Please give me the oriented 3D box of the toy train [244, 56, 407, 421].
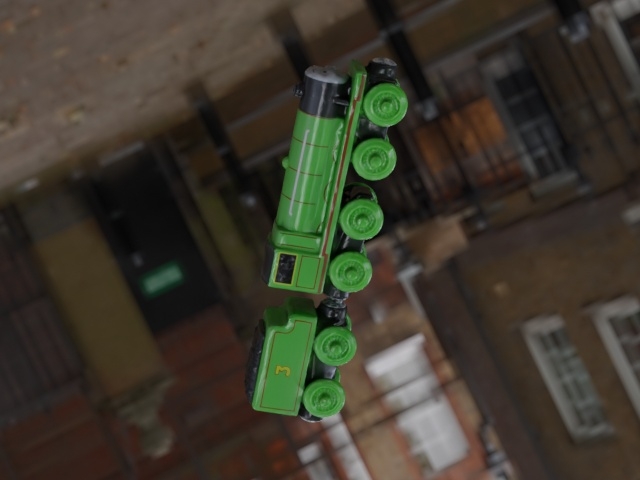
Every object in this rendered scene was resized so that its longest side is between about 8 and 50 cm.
[{"bbox_3d":[0.000,0.000,0.404,0.024,0.083,0.017,9,-163,-8],"label":"toy train"}]
